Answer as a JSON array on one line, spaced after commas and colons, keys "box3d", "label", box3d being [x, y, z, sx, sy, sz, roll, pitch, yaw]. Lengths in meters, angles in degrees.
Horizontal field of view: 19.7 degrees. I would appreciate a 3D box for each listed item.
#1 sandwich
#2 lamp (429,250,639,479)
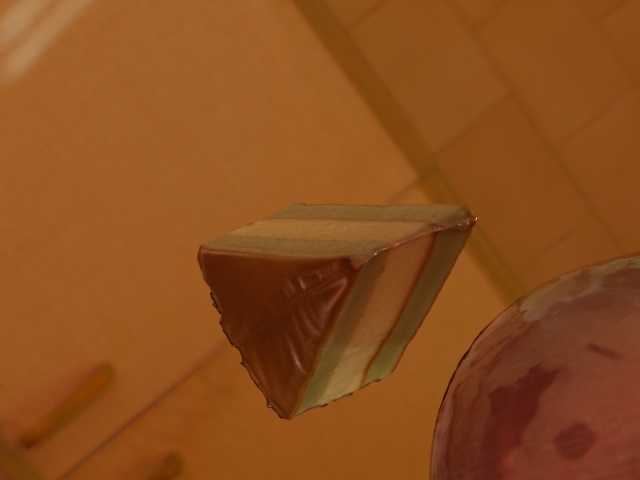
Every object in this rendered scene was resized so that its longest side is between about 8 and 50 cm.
[{"box3d": [0.000, 0.000, 0.933, 0.079, 0.113, 0.163, -22, -23, -25], "label": "sandwich"}, {"box3d": [0.118, 0.052, 0.527, 0.223, 0.215, 0.151, -28, -6, 15], "label": "lamp"}]
